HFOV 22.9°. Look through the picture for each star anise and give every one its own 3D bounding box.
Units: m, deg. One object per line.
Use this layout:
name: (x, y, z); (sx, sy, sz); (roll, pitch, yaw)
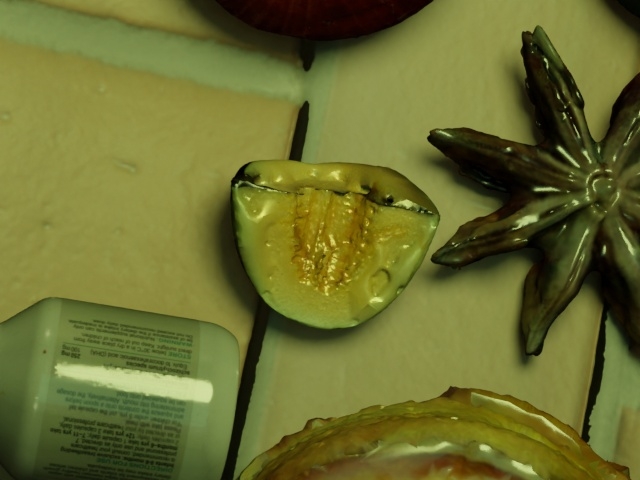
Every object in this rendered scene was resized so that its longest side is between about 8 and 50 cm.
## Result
star anise: (0.218, -0.038, 1.254); (0.288, 0.088, 0.288); (-1, 95, -7)

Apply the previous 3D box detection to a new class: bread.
bread: (0.072, 0.290, 1.112); (0.398, 0.215, 0.398); (0, 84, 0)

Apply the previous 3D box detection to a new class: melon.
melon: (0.000, 0.000, 1.219); (0.160, 0.079, 0.128); (9, 99, -11)

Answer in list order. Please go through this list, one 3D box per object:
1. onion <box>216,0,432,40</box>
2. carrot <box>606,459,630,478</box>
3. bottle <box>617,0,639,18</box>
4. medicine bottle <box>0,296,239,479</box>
onion: (0.007, -0.255, 1.186); (0.248, 0.248, 0.161); (7, 47, -10)
carrot: (0.216, 0.280, 1.236); (0.061, 0.061, 0.209); (-3, 88, -12)
bottle: (0.369, -0.305, 1.290); (0.336, 0.144, 0.144); (-43, 92, -13)
medicine bottle: (-0.174, 0.111, 1.134); (0.215, 0.135, 0.135); (9, 81, -10)
